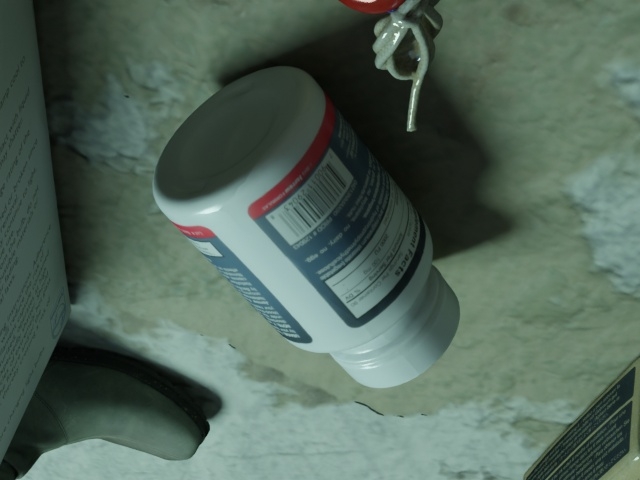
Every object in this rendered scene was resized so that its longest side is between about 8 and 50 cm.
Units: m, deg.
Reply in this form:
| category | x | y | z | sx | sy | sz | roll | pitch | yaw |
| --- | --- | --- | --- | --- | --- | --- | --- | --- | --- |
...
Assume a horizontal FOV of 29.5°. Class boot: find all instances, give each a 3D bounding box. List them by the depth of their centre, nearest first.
| category | x | y | z | sx | sy | sz | roll | pitch | yaw |
| --- | --- | --- | --- | --- | --- | --- | --- | --- | --- |
| boot | -0.215 | 0.150 | 0.883 | 0.247 | 0.161 | 0.083 | 25 | 139 | -10 |

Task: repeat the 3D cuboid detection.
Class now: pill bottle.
| category | x | y | z | sx | sy | sz | roll | pitch | yaw |
| --- | --- | --- | --- | --- | --- | --- | --- | --- | --- |
| pill bottle | 0.000 | 0.000 | 0.687 | 0.108 | 0.108 | 0.180 | -16 | 130 | 32 |

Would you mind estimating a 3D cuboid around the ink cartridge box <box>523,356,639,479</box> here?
| category | x | y | z | sx | sy | sz | roll | pitch | yaw |
| --- | --- | --- | --- | --- | --- | --- | --- | --- | --- |
| ink cartridge box | 0.276 | 0.192 | 0.829 | 0.235 | 0.088 | 0.193 | 21 | 141 | -6 |

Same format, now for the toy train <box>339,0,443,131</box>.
| category | x | y | z | sx | sy | sz | roll | pitch | yaw |
| --- | --- | --- | --- | --- | --- | --- | --- | --- | --- |
| toy train | -0.012 | -0.154 | 0.530 | 0.143 | 0.105 | 0.248 | 20 | 141 | 12 |

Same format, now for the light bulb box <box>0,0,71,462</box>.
| category | x | y | z | sx | sy | sz | roll | pitch | yaw |
| --- | --- | --- | --- | --- | --- | --- | --- | --- | --- |
| light bulb box | -0.356 | -0.021 | 0.687 | 0.358 | 0.225 | 0.361 | 12 | 140 | 4 |
